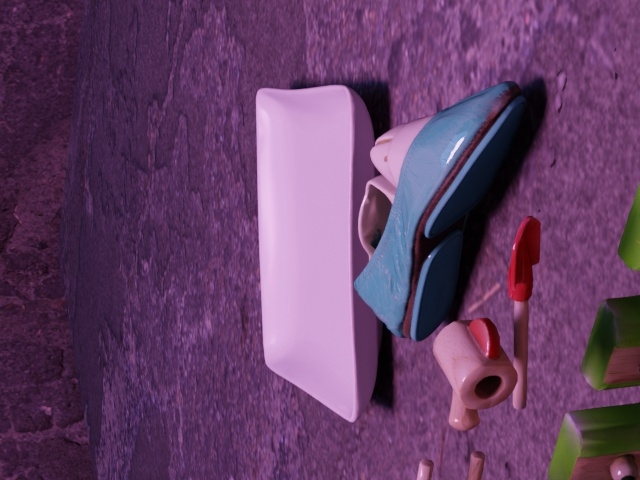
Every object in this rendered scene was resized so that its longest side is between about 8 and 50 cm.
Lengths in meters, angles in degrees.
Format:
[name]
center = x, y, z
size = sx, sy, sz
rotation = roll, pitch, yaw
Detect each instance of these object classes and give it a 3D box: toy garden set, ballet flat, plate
[toy garden set]
center = 0.128, 0.083, 0.636
size = 0.049, 0.204, 0.244
rotation = -117, 29, -49
[ballet flat]
center = 0.067, -0.028, 0.975
size = 0.087, 0.083, 0.247
rotation = 38, 142, 19
[plate]
center = 0.000, 0.000, 1.273
size = 0.278, 0.045, 0.277
rotation = -164, 71, -71
